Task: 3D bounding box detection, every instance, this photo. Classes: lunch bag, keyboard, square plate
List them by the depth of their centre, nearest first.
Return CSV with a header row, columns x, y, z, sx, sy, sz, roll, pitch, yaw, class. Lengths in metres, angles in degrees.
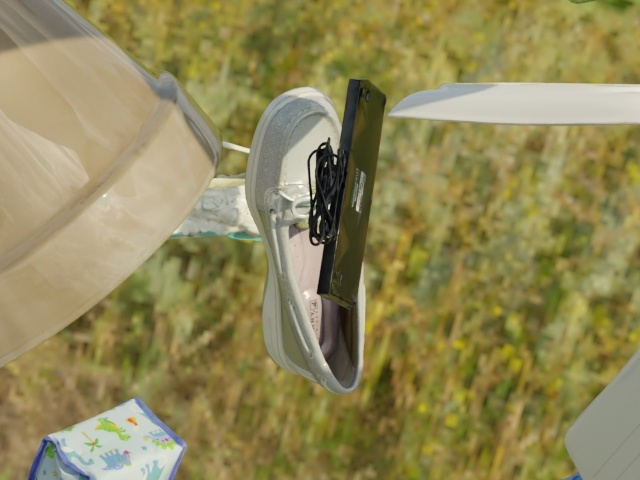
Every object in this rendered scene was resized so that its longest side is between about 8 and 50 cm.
x,y,z,sx,sy,sz,roll,pitch,yaw,class
0.013,-0.045,1.482,0.038,0.192,0.100,3,-13,21,keyboard
-0.213,0.244,1.696,0.096,0.151,0.129,42,36,24,lunch bag
0.308,-0.170,2.200,0.347,0.049,0.344,4,6,28,square plate

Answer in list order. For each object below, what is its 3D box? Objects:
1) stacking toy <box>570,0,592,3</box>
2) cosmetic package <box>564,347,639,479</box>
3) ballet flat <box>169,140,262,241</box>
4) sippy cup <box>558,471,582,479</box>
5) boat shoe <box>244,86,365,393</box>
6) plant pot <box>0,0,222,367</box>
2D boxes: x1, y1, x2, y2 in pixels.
x,y,z,sx,sy,sz,roll,pitch,yaw,class
0.161,-0.322,1.531,0.130,0.279,0.309,-19,10,-3,stacking toy
0.491,0.235,1.602,0.329,0.327,0.393,-11,62,-27,cosmetic package
-0.181,-0.062,2.189,0.409,0.147,0.147,-1,28,-22,ballet flat
0.349,0.374,1.983,0.240,0.305,0.224,-19,52,14,sippy cup
-0.002,0.002,1.803,0.118,0.320,0.103,-16,28,-33,boat shoe
-0.284,-0.090,1.330,0.280,0.323,0.323,53,13,-22,plant pot
